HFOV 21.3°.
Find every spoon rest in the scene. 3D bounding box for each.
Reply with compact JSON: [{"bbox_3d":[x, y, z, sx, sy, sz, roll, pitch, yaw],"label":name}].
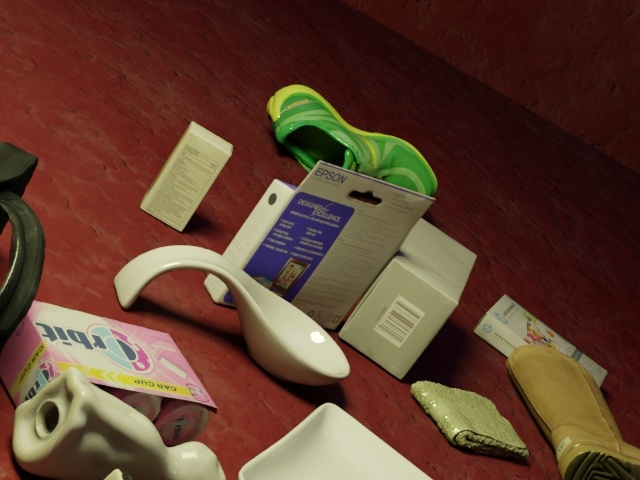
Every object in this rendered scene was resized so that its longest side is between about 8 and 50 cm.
[{"bbox_3d":[-0.079,0.077,1.792,0.276,0.084,0.137,24,20,-29],"label":"spoon rest"}]

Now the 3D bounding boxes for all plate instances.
[{"bbox_3d":[0.064,0.280,1.585,0.278,0.045,0.277,38,18,9],"label":"plate"}]

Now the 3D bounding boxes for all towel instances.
[{"bbox_3d":[0.178,0.211,2.007,0.148,0.027,0.110,18,23,-44],"label":"towel"}]

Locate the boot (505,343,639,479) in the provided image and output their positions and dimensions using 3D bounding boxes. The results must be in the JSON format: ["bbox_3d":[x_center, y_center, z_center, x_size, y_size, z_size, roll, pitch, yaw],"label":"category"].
[{"bbox_3d":[0.370,0.249,2.166,0.236,0.089,0.269,29,17,-19],"label":"boot"}]

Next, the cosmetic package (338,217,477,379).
[{"bbox_3d":[0.112,0.067,2.101,0.107,0.127,0.238,34,15,-1],"label":"cosmetic package"}]

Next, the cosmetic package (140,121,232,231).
[{"bbox_3d":[-0.157,-0.075,1.989,0.060,0.115,0.041,32,17,-11],"label":"cosmetic package"}]

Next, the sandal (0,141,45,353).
[{"bbox_3d":[-0.282,0.020,1.416,0.107,0.167,0.446,29,17,-6],"label":"sandal"}]

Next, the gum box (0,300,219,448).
[{"bbox_3d":[-0.188,0.123,1.498,0.188,0.062,0.107,17,25,-44],"label":"gum box"}]

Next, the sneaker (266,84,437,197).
[{"bbox_3d":[0.041,-0.117,2.533,0.295,0.109,0.123,27,38,-22],"label":"sneaker"}]

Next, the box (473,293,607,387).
[{"bbox_3d":[0.310,0.157,2.381,0.186,0.038,0.145,37,17,9],"label":"box"}]

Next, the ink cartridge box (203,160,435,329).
[{"bbox_3d":[0.000,0.000,1.928,0.206,0.208,0.045,17,28,-46],"label":"ink cartridge box"}]

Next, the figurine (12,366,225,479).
[{"bbox_3d":[-0.127,0.214,1.360,0.209,0.092,0.215,31,15,-39],"label":"figurine"}]
